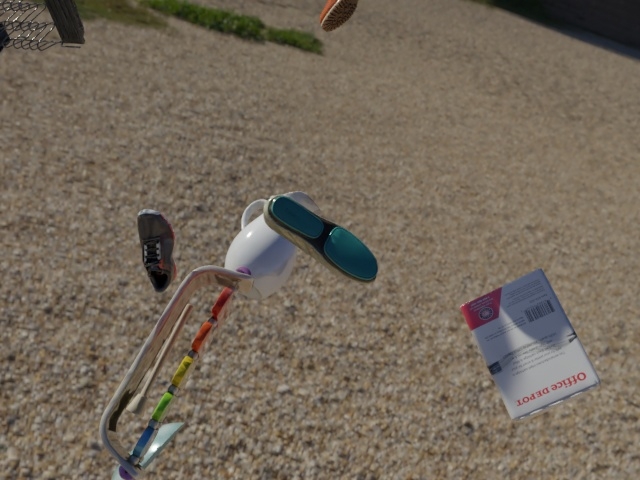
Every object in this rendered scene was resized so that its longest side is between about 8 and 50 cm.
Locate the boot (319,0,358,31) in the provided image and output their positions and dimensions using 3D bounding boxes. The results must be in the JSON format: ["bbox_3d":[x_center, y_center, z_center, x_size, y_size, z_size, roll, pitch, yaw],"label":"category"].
[{"bbox_3d":[0.036,-0.492,1.592,0.084,0.158,0.059,38,8,26],"label":"boot"}]

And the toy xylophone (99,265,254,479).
[{"bbox_3d":[-0.202,0.170,1.122,0.081,0.323,0.236,29,-7,0],"label":"toy xylophone"}]

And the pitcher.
[{"bbox_3d":[-0.115,0.005,1.556,0.177,0.207,0.125,4,-34,44],"label":"pitcher"}]

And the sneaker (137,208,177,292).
[{"bbox_3d":[-0.282,0.022,1.390,0.061,0.158,0.065,-6,32,7],"label":"sneaker"}]

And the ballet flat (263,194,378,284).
[{"bbox_3d":[0.000,0.000,1.016,0.168,0.052,0.057,37,65,-3],"label":"ballet flat"}]

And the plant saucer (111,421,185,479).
[{"bbox_3d":[-0.331,0.400,1.490,0.037,0.195,0.195,42,27,4],"label":"plant saucer"}]

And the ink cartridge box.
[{"bbox_3d":[0.394,0.200,1.507,0.100,0.171,0.237,37,28,-64],"label":"ink cartridge box"}]

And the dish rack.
[{"bbox_3d":[-0.544,-0.423,1.419,0.271,0.208,0.074,11,45,31],"label":"dish rack"}]
